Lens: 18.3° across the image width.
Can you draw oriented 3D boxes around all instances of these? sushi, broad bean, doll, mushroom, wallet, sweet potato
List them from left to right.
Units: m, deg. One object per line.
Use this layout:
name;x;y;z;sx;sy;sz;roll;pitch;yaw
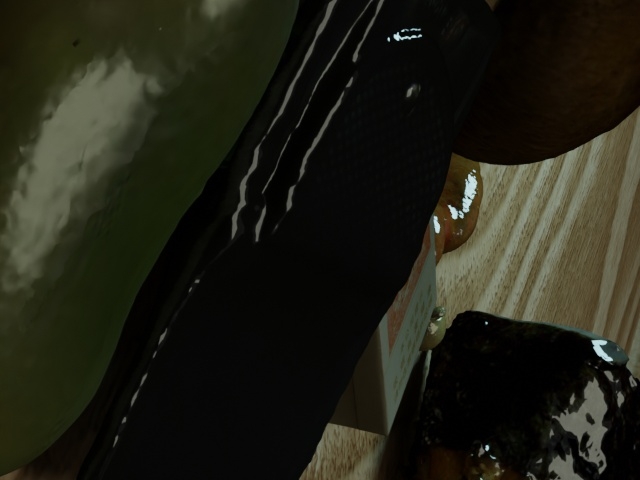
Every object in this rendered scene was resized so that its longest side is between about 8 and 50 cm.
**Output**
broad bean;-0.104;-0.034;0.780;0.263;0.121;0.189;-62;169;-5
wallet;0.000;0.000;1.031;0.323;0.041;0.247;-62;156;0
doll;0.068;0.091;1.594;0.061;0.051;0.093;82;24;-67
sweet potato;0.100;-0.022;1.625;0.055;0.058;0.202;-63;177;34
sushi;0.192;0.212;1.821;0.348;0.234;0.207;47;56;-44
mushroom;0.149;-0.213;1.285;0.239;0.345;0.345;40;51;-23

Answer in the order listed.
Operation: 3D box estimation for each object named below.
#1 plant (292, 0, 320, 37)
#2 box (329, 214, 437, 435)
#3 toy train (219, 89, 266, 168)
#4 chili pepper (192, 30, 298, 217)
plant;0.011;-0.133;1.221;0.102;0.051;0.051;-63;159;-61
box;0.036;0.025;1.412;0.201;0.058;0.141;84;23;-47
toy train;-0.045;-0.118;0.987;0.104;0.071;0.178;75;28;-77
chili pepper;-0.042;-0.011;1.091;0.108;0.062;0.216;-40;137;-67
